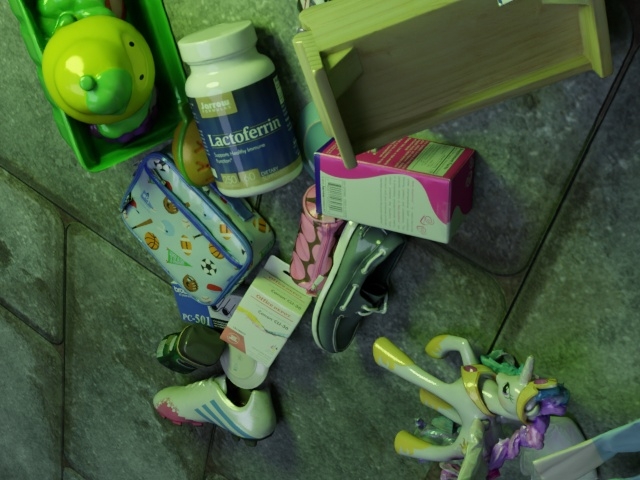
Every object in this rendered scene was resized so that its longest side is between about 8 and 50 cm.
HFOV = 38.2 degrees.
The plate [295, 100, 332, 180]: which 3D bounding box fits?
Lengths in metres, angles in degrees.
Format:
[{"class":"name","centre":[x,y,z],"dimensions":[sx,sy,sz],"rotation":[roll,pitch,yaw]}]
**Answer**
[{"class":"plate","centre":[0.029,-0.146,1.528],"dimensions":[0.188,0.024,0.188],"rotation":[22,130,28]}]

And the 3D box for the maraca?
[{"class":"maraca","centre":[-0.208,-0.183,1.627],"dimensions":[0.099,0.127,0.185],"rotation":[12,117,28]}]

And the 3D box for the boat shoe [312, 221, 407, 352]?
[{"class":"boat shoe","centre":[0.069,0.089,1.591],"dimensions":[0.099,0.116,0.319],"rotation":[33,130,24]}]

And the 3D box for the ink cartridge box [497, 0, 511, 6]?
[{"class":"ink cartridge box","centre":[0.278,-0.390,1.018],"dimensions":[0.224,0.045,0.223],"rotation":[-26,60,36]}]

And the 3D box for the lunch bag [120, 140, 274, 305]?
[{"class":"lunch bag","centre":[-0.243,-0.041,1.767],"dimensions":[0.303,0.115,0.243],"rotation":[46,135,4]}]

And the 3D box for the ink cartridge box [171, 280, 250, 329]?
[{"class":"ink cartridge box","centre":[-0.208,0.132,1.902],"dimensions":[0.207,0.046,0.097],"rotation":[9,123,35]}]

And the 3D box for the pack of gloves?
[{"class":"pack of gloves","centre":[0.455,0.333,1.395],"dimensions":[0.232,0.046,0.195],"rotation":[-25,125,12]}]

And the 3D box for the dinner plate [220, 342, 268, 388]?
[{"class":"dinner plate","centre":[-0.163,0.240,1.921],"dimensions":[0.141,0.017,0.141],"rotation":[5,98,39]}]

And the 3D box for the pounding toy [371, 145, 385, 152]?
[{"class":"pounding toy","centre":[0.113,-0.217,1.310],"dimensions":[0.094,0.206,0.181],"rotation":[-8,69,44]}]

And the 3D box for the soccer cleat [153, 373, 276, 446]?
[{"class":"soccer cleat","centre":[-0.234,0.343,2.037],"dimensions":[0.331,0.116,0.143],"rotation":[8,109,32]}]

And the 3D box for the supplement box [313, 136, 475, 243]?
[{"class":"supplement box","centre":[0.113,-0.089,1.412],"dimensions":[0.220,0.114,0.111],"rotation":[15,126,24]}]

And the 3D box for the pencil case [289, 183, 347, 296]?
[{"class":"pencil case","centre":[0.000,0.000,1.584],"dimensions":[0.095,0.098,0.209],"rotation":[11,139,1]}]

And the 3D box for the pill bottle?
[{"class":"pill bottle","centre":[-0.134,-0.217,1.521],"dimensions":[0.153,0.153,0.264],"rotation":[2,119,39]}]

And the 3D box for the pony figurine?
[{"class":"pony figurine","centre":[0.263,0.319,1.504],"dimensions":[0.364,0.303,0.350],"rotation":[8,115,54]}]

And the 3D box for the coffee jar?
[{"class":"coffee jar","centre":[-0.276,0.231,1.970],"dimensions":[0.096,0.079,0.184],"rotation":[28,155,-20]}]

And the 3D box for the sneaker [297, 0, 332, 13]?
[{"class":"sneaker","centre":[0.005,-0.338,1.396],"dimensions":[0.077,0.072,0.178],"rotation":[11,117,49]}]

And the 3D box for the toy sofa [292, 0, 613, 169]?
[{"class":"toy sofa","centre":[0.158,-0.243,1.145],"dimensions":[0.363,0.177,0.150],"rotation":[-20,126,3]}]

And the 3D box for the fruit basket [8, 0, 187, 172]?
[{"class":"fruit basket","centre":[-0.356,-0.307,1.547],"dimensions":[0.392,0.283,0.392],"rotation":[37,143,34]}]

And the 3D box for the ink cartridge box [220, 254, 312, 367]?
[{"class":"ink cartridge box","centre":[-0.097,0.135,1.760],"dimensions":[0.115,0.067,0.198],"rotation":[31,125,0]}]
